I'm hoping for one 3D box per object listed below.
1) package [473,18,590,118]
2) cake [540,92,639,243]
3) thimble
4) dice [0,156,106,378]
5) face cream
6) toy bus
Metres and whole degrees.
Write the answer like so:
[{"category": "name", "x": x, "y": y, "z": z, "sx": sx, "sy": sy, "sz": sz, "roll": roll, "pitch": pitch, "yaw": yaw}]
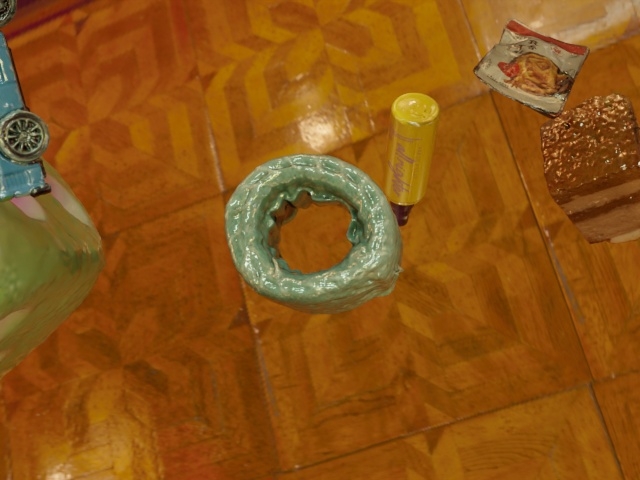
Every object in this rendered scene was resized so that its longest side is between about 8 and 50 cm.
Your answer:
[{"category": "package", "x": 0.352, "y": -0.293, "z": 1.400, "sx": 0.154, "sy": 0.030, "sz": 0.239, "roll": 27, "pitch": 43, "yaw": 9}, {"category": "cake", "x": 0.587, "y": -0.129, "z": 1.706, "sx": 0.196, "sy": 0.293, "sz": 0.198, "roll": -22, "pitch": 49, "yaw": 27}, {"category": "thimble", "x": 0.000, "y": 0.000, "z": 1.095, "sx": 0.235, "sy": 0.143, "sz": 0.198, "roll": 25, "pitch": 84, "yaw": 18}, {"category": "dice", "x": -0.427, "y": 0.011, "z": 0.811, "sx": 0.322, "sy": 0.330, "sz": 0.318, "roll": -41, "pitch": 89, "yaw": -1}, {"category": "face cream", "x": 0.145, "y": -0.121, "z": 1.415, "sx": 0.078, "sy": 0.273, "sz": 0.078, "roll": 1, "pitch": 51, "yaw": -1}, {"category": "toy bus", "x": -0.247, "y": -0.113, "z": 0.548, "sx": 0.106, "sy": 0.090, "sz": 0.184, "roll": -18, "pitch": 107, "yaw": -22}]
